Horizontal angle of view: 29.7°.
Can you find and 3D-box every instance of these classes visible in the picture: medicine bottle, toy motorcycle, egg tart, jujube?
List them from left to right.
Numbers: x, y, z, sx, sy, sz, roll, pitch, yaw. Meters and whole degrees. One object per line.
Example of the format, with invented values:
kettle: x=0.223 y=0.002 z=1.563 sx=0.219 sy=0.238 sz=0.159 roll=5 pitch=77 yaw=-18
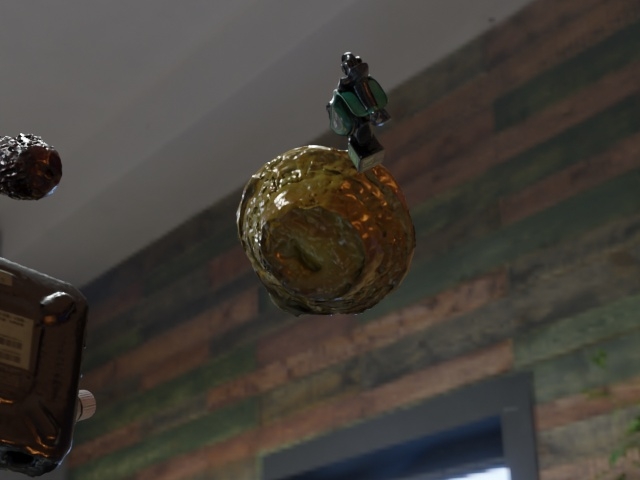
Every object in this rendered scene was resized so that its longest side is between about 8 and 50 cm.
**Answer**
jujube: x=-0.467 y=-0.109 z=1.856 sx=0.166 sy=0.104 sz=0.104 roll=7 pitch=-12 yaw=42
medicine bottle: x=-0.580 y=0.373 z=2.650 sx=0.083 sy=0.083 sz=0.203 roll=-13 pitch=-5 yaw=26
egg tart: x=0.004 y=-0.002 z=2.102 sx=0.341 sy=0.341 sz=0.129 roll=-8 pitch=21 yaw=16
toy motorcycle: x=0.052 y=-0.167 z=1.555 sx=0.058 sy=0.100 sz=0.173 roll=-27 pitch=-21 yaw=-15

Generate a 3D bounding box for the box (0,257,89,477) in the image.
box: x=-0.524 y=0.159 z=1.796 sx=0.359 sy=0.350 sz=0.091 roll=21 pitch=-46 yaw=-26
